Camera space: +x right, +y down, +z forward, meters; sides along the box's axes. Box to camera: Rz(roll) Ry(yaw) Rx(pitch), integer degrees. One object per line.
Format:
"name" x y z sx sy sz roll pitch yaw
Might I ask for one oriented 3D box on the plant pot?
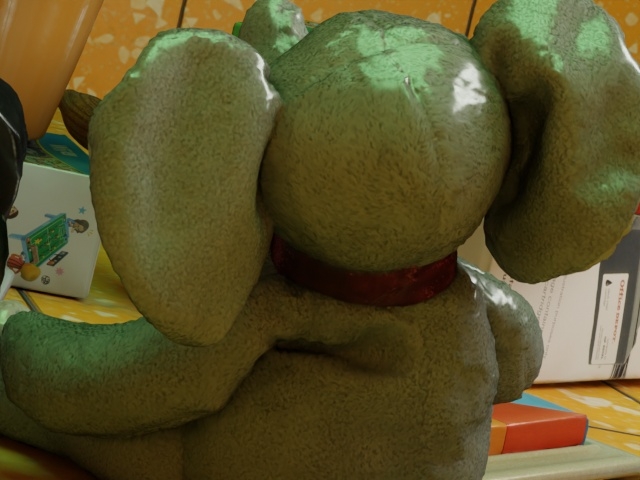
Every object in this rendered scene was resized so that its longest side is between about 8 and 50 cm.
"plant pot" -0.249 -0.179 1.478 0.205 0.188 0.205 12 8 -2

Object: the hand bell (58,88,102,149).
"hand bell" -0.143 -0.062 1.549 0.126 0.126 0.242 8 24 -40

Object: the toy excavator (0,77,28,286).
"toy excavator" -0.395 -0.080 0.817 0.445 0.433 0.222 -23 19 1

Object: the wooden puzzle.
"wooden puzzle" 0.051 0.099 1.181 0.221 0.044 0.239 19 8 43

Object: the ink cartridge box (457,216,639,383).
"ink cartridge box" 0.127 0.002 1.636 0.285 0.166 0.395 19 9 36

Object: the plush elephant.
"plush elephant" 0.000 0.000 0.905 0.272 0.255 0.330 0 15 -26

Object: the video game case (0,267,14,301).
"video game case" -0.294 0.003 1.217 0.206 0.026 0.227 25 5 -7

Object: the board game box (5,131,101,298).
"board game box" -0.325 -0.048 1.463 0.303 0.097 0.224 12 7 -19

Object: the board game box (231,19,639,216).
"board game box" 0.108 -0.093 1.437 0.316 0.064 0.242 14 9 9
